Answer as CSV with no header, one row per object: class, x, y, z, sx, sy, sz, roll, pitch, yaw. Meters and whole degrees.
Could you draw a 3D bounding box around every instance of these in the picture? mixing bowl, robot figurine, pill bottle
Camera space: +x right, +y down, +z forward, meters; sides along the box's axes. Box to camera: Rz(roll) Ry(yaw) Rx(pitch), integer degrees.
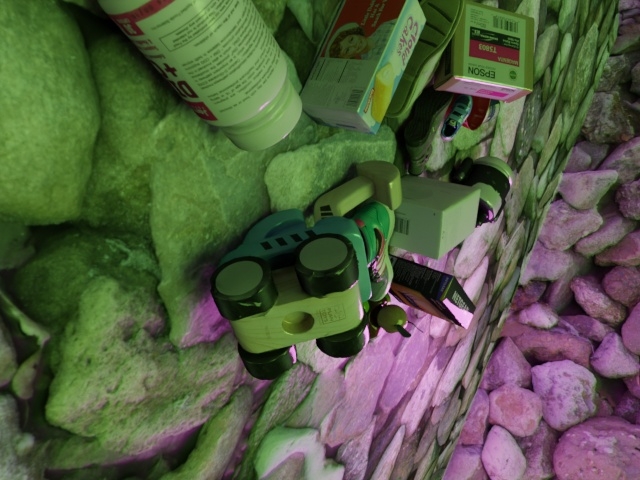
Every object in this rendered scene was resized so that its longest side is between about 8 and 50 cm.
mixing bowl,0.437,-0.431,1.371,0.182,0.098,0.181,-25,124,-44
robot figurine,0.566,-0.171,1.604,0.278,0.174,0.209,-55,152,-20
pill bottle,0.545,-0.443,1.510,0.169,0.094,0.094,-28,127,-44
pill bottle,-0.147,-0.266,0.634,0.160,0.161,0.283,-59,142,-15

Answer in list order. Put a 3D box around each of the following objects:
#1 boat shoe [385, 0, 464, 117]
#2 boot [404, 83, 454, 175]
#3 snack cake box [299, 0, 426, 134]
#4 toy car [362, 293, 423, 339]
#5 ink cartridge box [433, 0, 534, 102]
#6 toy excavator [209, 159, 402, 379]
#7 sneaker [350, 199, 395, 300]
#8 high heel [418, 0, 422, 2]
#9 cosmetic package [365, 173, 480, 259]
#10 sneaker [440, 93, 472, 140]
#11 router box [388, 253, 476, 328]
boat shoe,0.228,-0.437,1.061,0.302,0.113,0.103,-59,173,25
boot,0.304,-0.316,1.289,0.246,0.084,0.161,-58,155,-19
snack cake box,0.081,-0.356,0.896,0.089,0.152,0.264,31,82,-54
toy car,0.194,0.238,1.290,0.155,0.189,0.148,-4,109,-52
ink cartridge box,0.402,-0.459,1.104,0.235,0.088,0.193,3,87,-19
toy excavator,0.000,0.000,0.926,0.434,0.445,0.222,-15,129,-1
sneaker,0.105,0.055,1.145,0.179,0.124,0.295,-29,127,-42
high heel,0.233,-0.610,1.019,0.261,0.093,0.186,-56,149,-4
cosmetic package,0.273,-0.073,1.217,0.225,0.224,0.138,-28,127,-43
sneaker,0.385,-0.348,1.276,0.059,0.053,0.144,-34,147,-62
router box,0.311,0.152,1.358,0.309,0.243,0.080,40,73,-52
